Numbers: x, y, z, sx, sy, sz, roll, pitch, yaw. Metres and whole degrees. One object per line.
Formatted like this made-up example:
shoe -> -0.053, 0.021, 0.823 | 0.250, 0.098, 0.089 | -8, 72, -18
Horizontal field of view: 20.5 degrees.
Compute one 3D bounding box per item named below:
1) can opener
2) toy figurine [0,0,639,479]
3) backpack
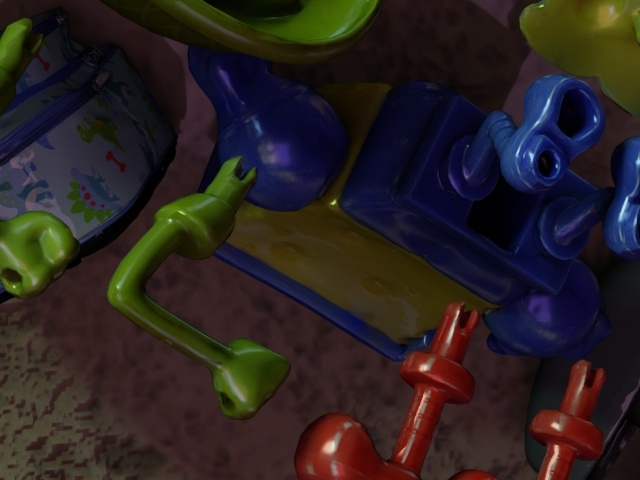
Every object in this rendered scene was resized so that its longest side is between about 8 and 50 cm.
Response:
can opener -> 0.105, 0.138, 0.734 | 0.095, 0.076, 0.283 | 32, 109, 24
toy figurine -> 0.000, 0.000, 0.602 | 0.363, 0.217, 0.191 | 29, 72, -25
backpack -> -0.115, -0.028, 0.644 | 0.105, 0.114, 0.084 | -32, 106, 11
